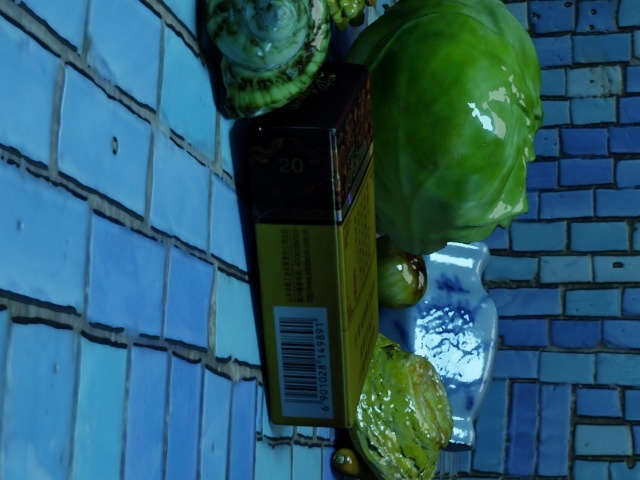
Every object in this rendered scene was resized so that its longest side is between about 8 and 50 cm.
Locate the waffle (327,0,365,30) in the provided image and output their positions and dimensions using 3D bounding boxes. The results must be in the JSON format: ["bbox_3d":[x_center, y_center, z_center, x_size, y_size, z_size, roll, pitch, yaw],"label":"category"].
[{"bbox_3d":[0.036,-0.475,1.822,0.293,0.069,0.260,58,33,-64],"label":"waffle"}]

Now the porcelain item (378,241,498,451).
[{"bbox_3d":[0.230,0.200,2.242,0.178,0.242,0.405,125,-27,-68],"label":"porcelain item"}]

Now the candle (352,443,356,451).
[{"bbox_3d":[0.079,0.350,1.992,0.052,0.051,0.131,-69,154,-58],"label":"candle"}]

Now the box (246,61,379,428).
[{"bbox_3d":[0.001,0.000,1.497,0.264,0.115,0.416,-64,153,-62],"label":"box"}]

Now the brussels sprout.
[{"bbox_3d":[0.186,-0.213,1.858,0.361,0.342,0.426,48,40,-66],"label":"brussels sprout"}]

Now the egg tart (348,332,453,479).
[{"bbox_3d":[0.138,0.280,1.929,0.294,0.123,0.294,50,26,-34],"label":"egg tart"}]

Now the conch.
[{"bbox_3d":[-0.059,-0.224,1.275,0.181,0.124,0.187,-2,103,-71],"label":"conch"}]

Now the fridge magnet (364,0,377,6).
[{"bbox_3d":[0.090,-0.493,2.063,0.143,0.063,0.143,-4,90,-75],"label":"fridge magnet"}]

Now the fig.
[{"bbox_3d":[0.136,0.059,2.100,0.136,0.120,0.153,-67,154,-50],"label":"fig"}]

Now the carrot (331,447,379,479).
[{"bbox_3d":[0.079,0.387,1.921,0.248,0.043,0.043,41,48,-57],"label":"carrot"}]
